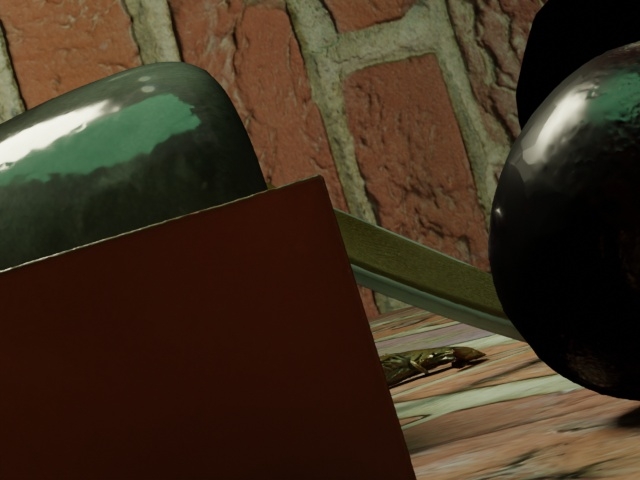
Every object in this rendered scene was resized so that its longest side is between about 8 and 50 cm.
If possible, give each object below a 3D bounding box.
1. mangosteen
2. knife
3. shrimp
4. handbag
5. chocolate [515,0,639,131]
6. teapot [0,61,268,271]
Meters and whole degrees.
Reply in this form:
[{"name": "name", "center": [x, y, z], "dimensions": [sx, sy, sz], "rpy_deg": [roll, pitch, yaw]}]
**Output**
[{"name": "mangosteen", "center": [0.144, -0.004, 0.786], "dimensions": [0.152, 0.152, 0.152], "rpy_deg": [-17, -1, 0]}, {"name": "knife", "center": [0.000, 0.001, 1.196], "dimensions": [0.343, 0.061, 0.027], "rpy_deg": [22, -58, -19]}, {"name": "shrimp", "center": [0.064, 0.087, 1.370], "dimensions": [0.114, 0.023, 0.083], "rpy_deg": [-12, -1, -34]}, {"name": "handbag", "center": [-0.073, 0.062, 0.734], "dimensions": [0.190, 0.127, 0.063], "rpy_deg": [-18, 0, -9]}, {"name": "chocolate", "center": [0.278, -0.080, 0.902], "dimensions": [0.210, 0.225, 0.340], "rpy_deg": [1, -11, -39]}, {"name": "teapot", "center": [-0.155, 0.072, 1.007], "dimensions": [0.285, 0.305, 0.223], "rpy_deg": [-15, -35, -10]}]
